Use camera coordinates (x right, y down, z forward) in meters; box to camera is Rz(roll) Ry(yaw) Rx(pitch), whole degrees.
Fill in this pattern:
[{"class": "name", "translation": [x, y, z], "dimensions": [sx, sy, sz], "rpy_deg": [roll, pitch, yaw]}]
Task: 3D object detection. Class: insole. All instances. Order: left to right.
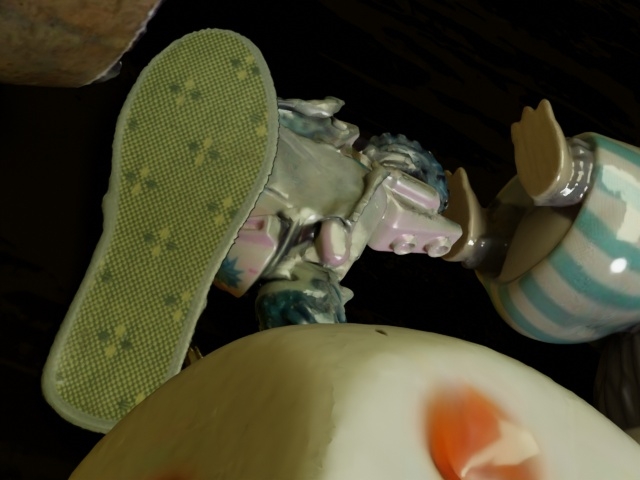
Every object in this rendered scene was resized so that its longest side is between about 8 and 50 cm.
[{"class": "insole", "translation": [-0.097, -0.017, 1.075], "dimensions": [0.109, 0.007, 0.322], "rpy_deg": [16, 56, 2]}]

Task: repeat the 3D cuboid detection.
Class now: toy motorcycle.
[{"class": "toy motorcycle", "translation": [-0.002, 0.003, 1.152], "dimensions": [0.239, 0.108, 0.204], "rpy_deg": [-4, 58, -17]}]

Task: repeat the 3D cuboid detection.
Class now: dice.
[{"class": "dice", "translation": [0.020, 0.232, 0.833], "dimensions": [0.304, 0.304, 0.277], "rpy_deg": [35, 42, -21]}]

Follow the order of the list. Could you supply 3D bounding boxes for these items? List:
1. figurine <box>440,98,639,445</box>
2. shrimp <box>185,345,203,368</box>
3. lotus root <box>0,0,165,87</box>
[{"class": "figurine", "translation": [0.271, 0.133, 1.210], "dimensions": [0.361, 0.266, 0.378], "rpy_deg": [20, 49, -28]}, {"class": "shrimp", "translation": [-0.075, 0.119, 1.051], "dimensions": [0.083, 0.023, 0.114], "rpy_deg": [-14, 76, -47]}, {"class": "lotus root", "translation": [-0.205, -0.233, 1.019], "dimensions": [0.192, 0.272, 0.272], "rpy_deg": [4, 59, -32]}]
